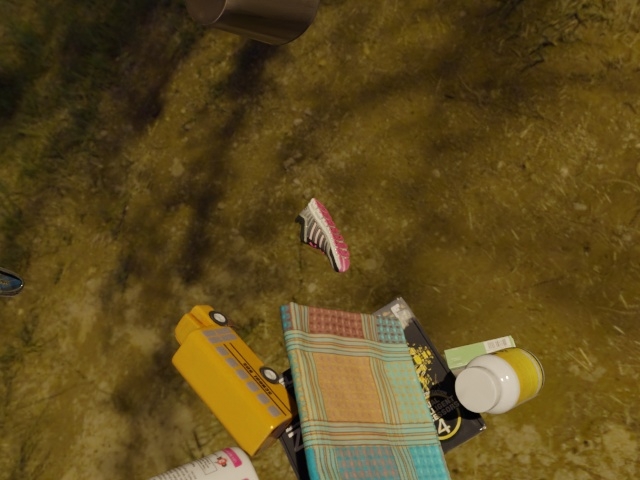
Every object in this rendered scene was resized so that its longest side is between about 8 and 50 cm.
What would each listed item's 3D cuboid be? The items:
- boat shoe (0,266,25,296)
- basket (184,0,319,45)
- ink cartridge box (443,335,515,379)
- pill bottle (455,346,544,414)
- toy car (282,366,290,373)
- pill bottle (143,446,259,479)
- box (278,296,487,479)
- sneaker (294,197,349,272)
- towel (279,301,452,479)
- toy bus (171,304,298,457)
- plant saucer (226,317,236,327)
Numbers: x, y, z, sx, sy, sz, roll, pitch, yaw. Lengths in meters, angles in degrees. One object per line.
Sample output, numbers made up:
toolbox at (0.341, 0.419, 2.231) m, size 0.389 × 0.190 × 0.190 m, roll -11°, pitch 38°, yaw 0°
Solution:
boat shoe at (-0.473, 0.045, 0.691) m, size 0.040 × 0.142 × 0.049 m, roll -15°, pitch 64°, yaw 50°
basket at (-0.147, -0.492, 1.048) m, size 0.204 × 0.227 × 0.154 m, roll -10°, pitch 96°, yaw 38°
ink cartridge box at (0.422, 0.329, 1.358) m, size 0.171 × 0.235 × 0.056 m, roll -16°, pitch 56°, yaw 9°
pill bottle at (0.320, 0.252, 0.927) m, size 0.103 × 0.184 × 0.103 m, roll -3°, pitch 86°, yaw 43°
toy car at (-0.083, 0.447, 1.535) m, size 0.182 × 0.136 × 0.159 m, roll -43°, pitch 45°, yaw -9°
pill bottle at (-0.238, 0.446, 0.798) m, size 0.160 × 0.283 × 0.160 m, roll 25°, pitch 120°, yaw 54°
box at (0.102, 0.361, 1.112) m, size 0.395 × 0.097 × 0.318 m, roll -33°, pitch 62°, yaw 6°
sneaker at (0.000, 0.000, 1.062) m, size 0.075 × 0.063 × 0.170 m, roll -34°, pitch 70°, yaw 19°
towel at (0.080, 0.275, 0.824) m, size 0.040 × 0.271 × 0.370 m, roll -46°, pitch 45°, yaw 37°
toy bus at (-0.198, 0.284, 1.093) m, size 0.332 × 0.130 × 0.108 m, roll 42°, pitch 107°, yaw 22°
plant saucer at (-0.320, 0.236, 1.443) m, size 0.168 × 0.168 × 0.029 m, roll -16°, pitch 76°, yaw 38°
